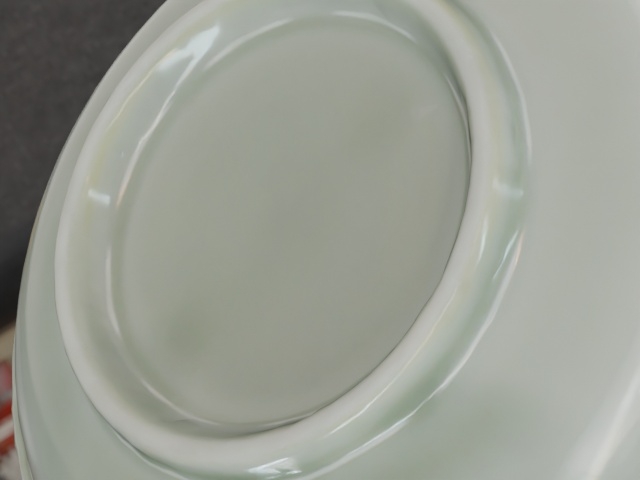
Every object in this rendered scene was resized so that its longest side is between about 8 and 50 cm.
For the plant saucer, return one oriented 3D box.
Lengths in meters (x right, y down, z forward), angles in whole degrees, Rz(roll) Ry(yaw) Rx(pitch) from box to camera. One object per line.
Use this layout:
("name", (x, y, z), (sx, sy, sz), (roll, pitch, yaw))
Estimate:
("plant saucer", (0.000, 0.000, 0.684), (0.400, 0.400, 0.100), (-41, 142, 15))
